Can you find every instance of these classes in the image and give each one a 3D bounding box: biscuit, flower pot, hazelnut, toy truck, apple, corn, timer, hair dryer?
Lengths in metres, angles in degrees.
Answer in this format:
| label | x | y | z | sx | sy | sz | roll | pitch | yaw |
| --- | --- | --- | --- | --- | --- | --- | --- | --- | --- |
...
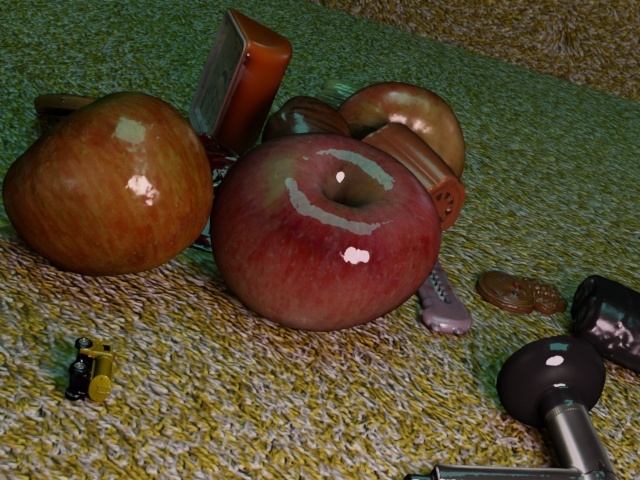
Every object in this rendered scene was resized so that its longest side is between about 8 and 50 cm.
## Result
| label | x | y | z | sx | sy | sz | roll | pitch | yaw |
| --- | --- | --- | --- | --- | --- | --- | --- | --- | --- |
| biscuit | 0.362 | 0.092 | 1.830 | 0.175 | 0.026 | 0.124 | 7 | 27 | -20 |
| biscuit | -0.450 | -0.254 | 1.906 | 0.212 | 0.041 | 0.238 | 7 | 0 | 2 |
| flower pot | 0.161 | -0.097 | 1.850 | 0.190 | 0.191 | 0.173 | -5 | 32 | -39 |
| hazelnut | -0.032 | -0.162 | 1.912 | 0.210 | 0.186 | 0.210 | 13 | 57 | -21 |
| toy truck | -0.283 | 0.158 | 1.258 | 0.054 | 0.049 | 0.083 | 12 | 26 | -14 |
| apple | 0.000 | 0.000 | 1.539 | 0.344 | 0.269 | 0.345 | 11 | 46 | -11 |
| corn | 0.135 | -0.287 | 2.348 | 0.305 | 0.122 | 0.123 | 15 | 6 | -7 |
| timer | -0.168 | -0.303 | 2.046 | 0.161 | 0.257 | 0.250 | 21 | 22 | -8 |
| hair dryer | 0.263 | 0.250 | 1.305 | 0.284 | 0.156 | 0.320 | 23 | 32 | -13 |
| apple | -0.299 | -0.068 | 1.477 | 0.277 | 0.309 | 0.250 | -41 | 100 | -27 |
| apple | 0.168 | -0.227 | 2.075 | 0.292 | 0.163 | 0.251 | 25 | -15 | -5 |

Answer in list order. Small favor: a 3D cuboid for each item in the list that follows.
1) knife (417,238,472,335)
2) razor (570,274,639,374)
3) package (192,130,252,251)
| label | x | y | z | sx | sy | sz | roll | pitch | yaw |
| --- | --- | --- | --- | --- | --- | --- | --- | --- | --- |
| knife | 0.190 | 0.053 | 1.787 | 0.132 | 0.038 | 0.399 | 7 | 27 | -12 |
| razor | 0.586 | 0.170 | 1.713 | 0.326 | 0.107 | 0.189 | 20 | 25 | 5 |
| package | -0.186 | -0.090 | 1.748 | 0.194 | 0.071 | 0.269 | 13 | 39 | 1 |
